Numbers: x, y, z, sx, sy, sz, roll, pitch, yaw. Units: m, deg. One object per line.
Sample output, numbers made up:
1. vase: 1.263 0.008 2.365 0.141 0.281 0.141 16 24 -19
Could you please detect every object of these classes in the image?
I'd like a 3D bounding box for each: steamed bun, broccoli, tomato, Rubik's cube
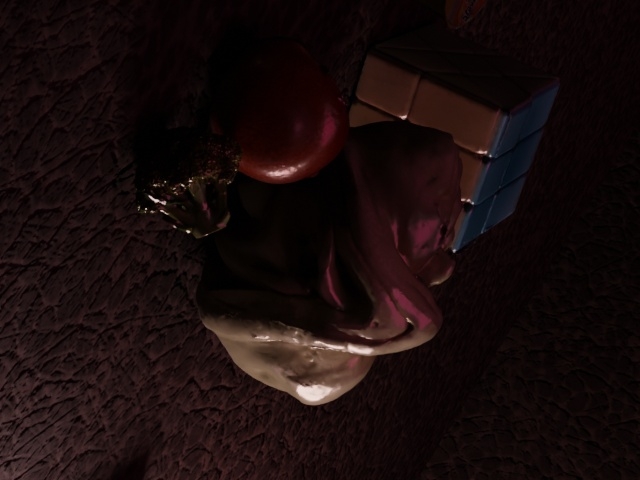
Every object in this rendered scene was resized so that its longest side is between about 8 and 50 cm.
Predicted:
1. steamed bun: 0.000 0.000 1.934 0.247 0.352 0.339 42 41 -39
2. broccoli: -0.139 -0.063 1.720 0.130 0.120 0.131 -26 -175 -19
3. tomato: -0.051 -0.144 1.803 0.167 0.167 0.167 -52 159 -30
4. Rubik's cube: 0.172 -0.148 2.264 0.231 0.221 0.224 -31 143 -58

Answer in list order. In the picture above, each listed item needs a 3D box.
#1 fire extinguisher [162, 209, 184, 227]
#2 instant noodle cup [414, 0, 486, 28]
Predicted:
1. fire extinguisher: -0.142 -0.059 1.850 0.100 0.032 0.046 -57 151 1
2. instant noodle cup: 0.140 -0.376 1.976 0.205 0.153 0.205 -52 157 -32
